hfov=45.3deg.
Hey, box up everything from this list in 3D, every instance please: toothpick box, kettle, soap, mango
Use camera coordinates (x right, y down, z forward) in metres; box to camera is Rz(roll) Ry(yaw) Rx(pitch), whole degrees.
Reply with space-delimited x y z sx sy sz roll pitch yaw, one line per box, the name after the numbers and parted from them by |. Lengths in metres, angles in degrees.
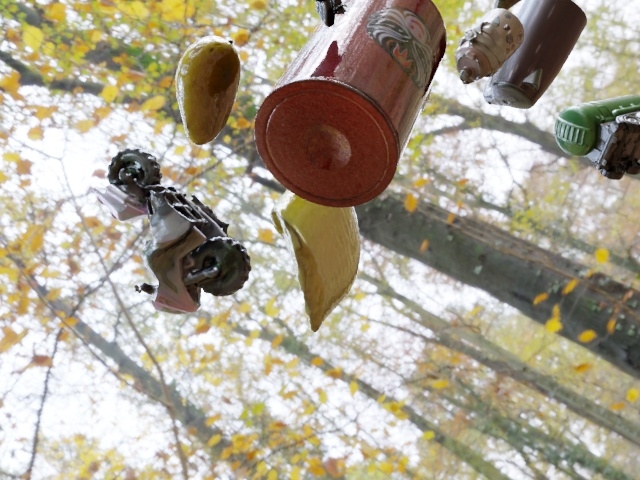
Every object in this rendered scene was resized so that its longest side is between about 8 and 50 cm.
0.055 -0.226 1.124 0.333 0.204 0.204 -63 -29 -45 | toothpick box
0.448 -0.404 1.682 0.144 0.202 0.232 33 -98 -25 | kettle
-0.003 0.001 1.687 0.427 0.115 0.305 -45 -61 -64 | soap
-0.165 -0.217 1.118 0.103 0.076 0.160 -25 -46 -51 | mango

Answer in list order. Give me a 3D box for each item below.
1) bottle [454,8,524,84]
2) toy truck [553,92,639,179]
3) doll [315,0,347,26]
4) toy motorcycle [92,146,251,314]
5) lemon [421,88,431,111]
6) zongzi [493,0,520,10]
0.306 -0.357 1.426 0.152 0.099 0.098 -45 -41 -28 | bottle
0.494 -0.180 1.234 0.243 0.125 0.101 -14 -49 -29 | toy truck
-0.031 -0.386 1.014 0.067 0.219 0.091 -28 -10 -26 | doll
-0.273 -0.003 1.316 0.188 0.327 0.143 -48 -12 13 | toy motorcycle
0.135 -0.356 1.807 0.288 0.233 0.233 -31 -38 11 | lemon
0.596 -0.707 2.208 0.084 0.187 0.184 -34 -44 -64 | zongzi
